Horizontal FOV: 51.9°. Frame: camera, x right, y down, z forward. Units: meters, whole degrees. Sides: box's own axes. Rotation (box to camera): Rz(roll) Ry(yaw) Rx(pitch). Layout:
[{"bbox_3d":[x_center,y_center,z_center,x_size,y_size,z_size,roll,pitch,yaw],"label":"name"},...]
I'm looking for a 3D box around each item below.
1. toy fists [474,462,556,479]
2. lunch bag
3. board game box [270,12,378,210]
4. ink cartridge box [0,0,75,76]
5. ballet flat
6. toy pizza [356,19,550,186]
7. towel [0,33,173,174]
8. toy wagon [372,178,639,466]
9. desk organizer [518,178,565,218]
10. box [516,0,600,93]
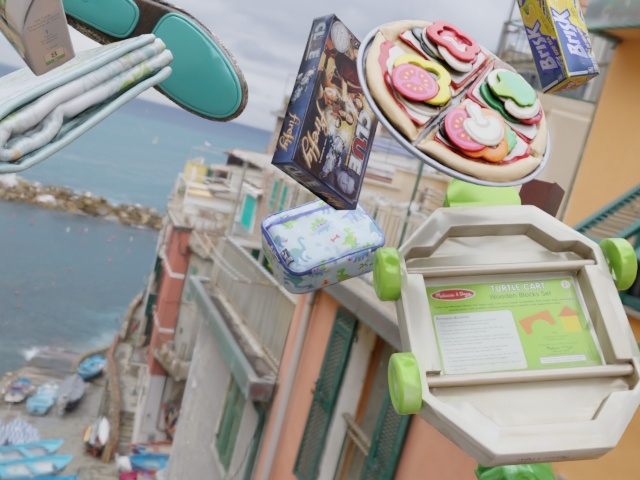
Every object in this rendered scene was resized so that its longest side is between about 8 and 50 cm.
[{"bbox_3d":[0.322,0.443,1.089,0.142,0.096,0.279,42,37,-26],"label":"toy fists"},{"bbox_3d":[0.000,0.000,1.289,0.219,0.090,0.176,-17,51,-19],"label":"lunch bag"},{"bbox_3d":[0.022,-0.188,0.987,0.042,0.243,0.165,1,-21,39],"label":"board game box"},{"bbox_3d":[-0.305,-0.276,0.586,0.181,0.056,0.224,51,-18,4],"label":"ink cartridge box"},{"bbox_3d":[-0.346,-0.415,1.315,0.483,0.164,0.182,33,11,-11],"label":"ballet flat"},{"bbox_3d":[0.128,-0.134,0.593,0.201,0.032,0.201,13,52,-18],"label":"toy pizza"},{"bbox_3d":[-0.444,-0.202,1.003,0.321,0.090,0.374,0,32,35],"label":"towel"},{"bbox_3d":[0.190,0.049,0.673,0.268,0.068,0.344,-2,55,-6],"label":"toy wagon"},{"bbox_3d":[0.317,-0.027,0.995,0.050,0.130,0.047,20,-3,41],"label":"desk organizer"},{"bbox_3d":[0.318,-0.290,0.894,0.054,0.168,0.059,-11,-7,-19],"label":"box"}]
